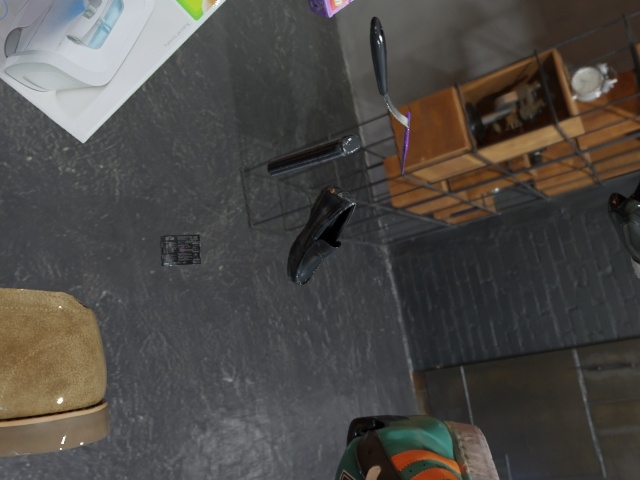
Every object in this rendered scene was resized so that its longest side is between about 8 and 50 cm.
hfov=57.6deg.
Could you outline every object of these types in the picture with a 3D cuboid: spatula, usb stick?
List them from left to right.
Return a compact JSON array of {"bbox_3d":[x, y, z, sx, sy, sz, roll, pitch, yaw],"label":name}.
[{"bbox_3d":[-0.021,-0.194,1.343,0.077,0.278,0.045,-32,105,-39],"label":"usb stick"},{"bbox_3d":[0.109,-0.211,0.884,0.296,0.030,0.084,60,32,-52],"label":"spatula"}]

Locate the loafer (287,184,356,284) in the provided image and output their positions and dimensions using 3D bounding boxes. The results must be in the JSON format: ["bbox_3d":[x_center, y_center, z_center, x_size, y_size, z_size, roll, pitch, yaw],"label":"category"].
[{"bbox_3d":[0.000,0.000,1.148,0.076,0.223,0.078,2,31,-48],"label":"loafer"}]

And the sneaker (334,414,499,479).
[{"bbox_3d":[0.066,0.202,0.395,0.302,0.121,0.108,-43,142,-86],"label":"sneaker"}]

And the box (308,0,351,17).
[{"bbox_3d":[0.034,-0.562,0.978,0.201,0.057,0.293,-41,141,-18],"label":"box"}]

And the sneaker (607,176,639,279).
[{"bbox_3d":[0.351,-0.070,0.506,0.106,0.234,0.078,45,10,-14],"label":"sneaker"}]

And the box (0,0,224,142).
[{"bbox_3d":[-0.267,-0.291,0.649,0.231,0.262,0.126,43,13,-32],"label":"box"}]

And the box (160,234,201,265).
[{"bbox_3d":[-0.303,0.021,1.262,0.083,0.018,0.067,-3,90,-25],"label":"box"}]

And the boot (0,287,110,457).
[{"bbox_3d":[-0.307,0.093,0.399,0.305,0.112,0.115,-3,86,-16],"label":"boot"}]
